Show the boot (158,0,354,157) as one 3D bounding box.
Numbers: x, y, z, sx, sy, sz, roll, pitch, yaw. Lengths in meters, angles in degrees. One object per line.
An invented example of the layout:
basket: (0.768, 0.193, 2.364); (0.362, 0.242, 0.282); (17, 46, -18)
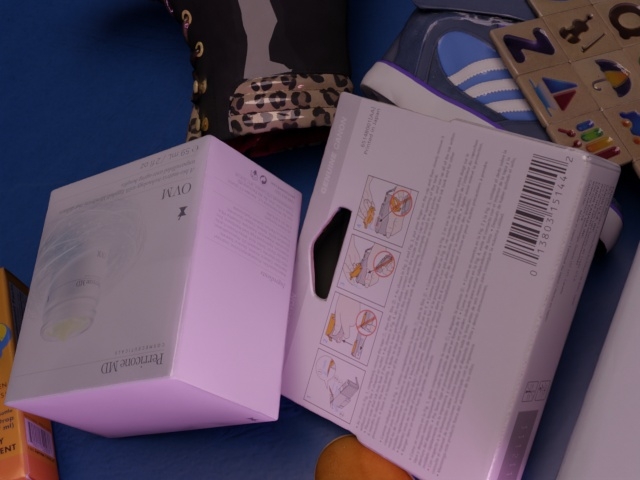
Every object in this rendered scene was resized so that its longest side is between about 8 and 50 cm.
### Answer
boot: (-0.132, -0.230, 1.017); (0.377, 0.138, 0.284); (-6, 86, 11)

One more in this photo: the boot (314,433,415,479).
boot: (0.054, 0.260, 0.732); (0.104, 0.211, 0.295); (-25, 61, 1)

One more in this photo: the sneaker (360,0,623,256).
sneaker: (0.216, -0.158, 0.934); (0.236, 0.130, 0.323); (-47, 57, -5)

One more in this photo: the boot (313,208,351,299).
boot: (0.000, 0.000, 0.953); (0.137, 0.077, 0.198); (-7, 62, 17)

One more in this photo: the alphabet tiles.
alphabet tiles: (0.343, -0.169, 0.902); (0.343, 0.011, 0.285); (-17, 64, -17)

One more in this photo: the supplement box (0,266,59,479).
supplement box: (-0.323, 0.147, 0.962); (0.078, 0.080, 0.233); (-19, 59, 2)

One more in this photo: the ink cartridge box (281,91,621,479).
ink cartridge box: (0.091, 0.040, 0.840); (0.261, 0.066, 0.296); (23, 101, 41)

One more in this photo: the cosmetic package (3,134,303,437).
cosmetic package: (-0.152, 0.052, 0.886); (0.224, 0.138, 0.224); (-14, 60, 36)

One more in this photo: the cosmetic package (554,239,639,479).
cosmetic package: (0.385, 0.114, 0.618); (0.329, 0.327, 0.393); (13, 68, 34)
